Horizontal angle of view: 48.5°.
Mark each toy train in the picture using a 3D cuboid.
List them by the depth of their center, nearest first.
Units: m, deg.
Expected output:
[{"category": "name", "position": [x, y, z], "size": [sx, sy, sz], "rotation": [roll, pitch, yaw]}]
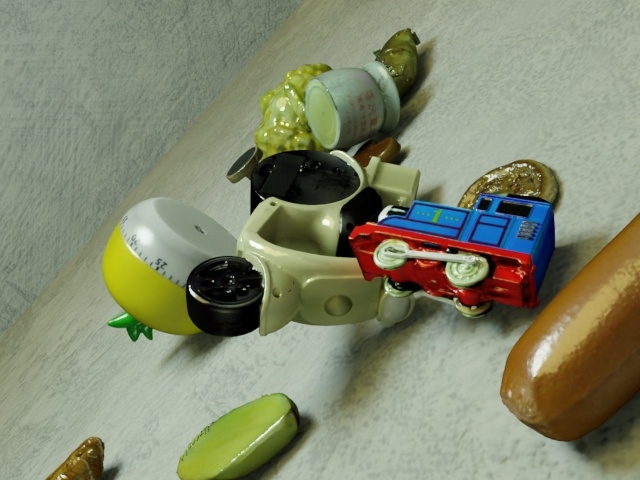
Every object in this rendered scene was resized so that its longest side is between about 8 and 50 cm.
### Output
[{"category": "toy train", "position": [0.147, 0.009, 0.788], "size": [0.204, 0.082, 0.131], "rotation": [12, 56, 30]}]

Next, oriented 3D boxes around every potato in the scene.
[{"category": "potato", "position": [-0.100, 0.268, 0.933], "size": [0.198, 0.054, 0.119], "rotation": [-36, 20, 12]}, {"category": "potato", "position": [0.155, -0.366, 1.489], "size": [0.117, 0.090, 0.225], "rotation": [-28, 30, 38]}]

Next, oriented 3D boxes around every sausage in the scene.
[{"category": "sausage", "position": [0.262, 0.053, 0.594], "size": [0.274, 0.105, 0.105], "rotation": [-46, 22, 1]}]

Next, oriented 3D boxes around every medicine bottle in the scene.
[{"category": "medicine bottle", "position": [0.061, -0.255, 1.348], "size": [0.143, 0.147, 0.147], "rotation": [-19, 14, -22]}]

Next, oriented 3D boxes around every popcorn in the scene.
[{"category": "popcorn", "position": [-0.038, -0.255, 1.520], "size": [0.256, 0.195, 0.255], "rotation": [-62, 15, 11]}]

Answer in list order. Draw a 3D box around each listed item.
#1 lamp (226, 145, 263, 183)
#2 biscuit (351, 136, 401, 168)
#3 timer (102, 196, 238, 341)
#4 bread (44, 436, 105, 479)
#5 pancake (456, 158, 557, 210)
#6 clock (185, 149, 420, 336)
[{"category": "lamp", "position": [-0.054, -0.060, 1.184], "size": [0.121, 0.214, 0.121], "rotation": [-37, 22, 18]}, {"category": "biscuit", "position": [0.053, -0.112, 1.312], "size": [0.236, 0.039, 0.179], "rotation": [-17, 37, 51]}, {"category": "timer", "position": [-0.296, 0.084, 1.333], "size": [0.285, 0.285, 0.285], "rotation": [-38, 24, 20]}, {"category": "bread", "position": [-0.436, 0.427, 1.225], "size": [0.233, 0.076, 0.105], "rotation": [-47, 9, 18]}, {"category": "pancake", "position": [0.231, -0.047, 0.906], "size": [0.158, 0.028, 0.158], "rotation": [-35, 27, 21]}, {"category": "clock", "position": [0.000, 0.000, 0.967], "size": [0.379, 0.277, 0.120], "rotation": [-72, -10, -49]}]
